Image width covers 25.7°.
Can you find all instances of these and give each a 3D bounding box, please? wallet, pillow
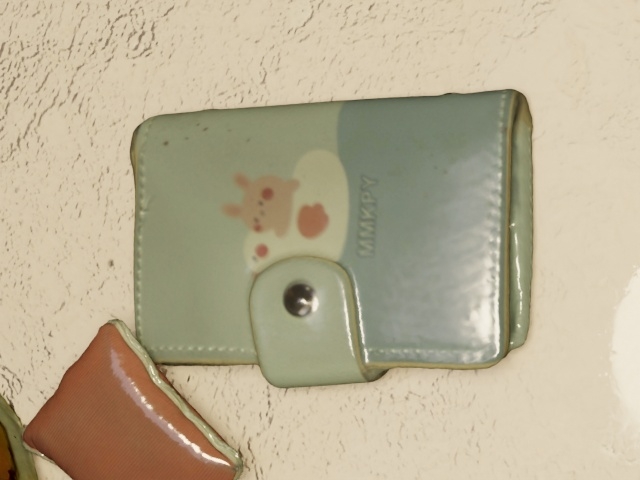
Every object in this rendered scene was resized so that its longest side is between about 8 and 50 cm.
[{"bbox_3d":[0.000,0.000,1.204,0.360,0.083,0.252,-3,78,20],"label":"wallet"},{"bbox_3d":[-0.162,0.180,1.234,0.179,0.075,0.171,45,121,9],"label":"pillow"}]

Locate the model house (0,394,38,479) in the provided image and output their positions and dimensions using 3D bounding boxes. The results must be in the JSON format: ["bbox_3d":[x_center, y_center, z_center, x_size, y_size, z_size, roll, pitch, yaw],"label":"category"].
[{"bbox_3d":[-0.397,0.232,1.290,0.239,0.173,0.268,-49,41,22],"label":"model house"}]
